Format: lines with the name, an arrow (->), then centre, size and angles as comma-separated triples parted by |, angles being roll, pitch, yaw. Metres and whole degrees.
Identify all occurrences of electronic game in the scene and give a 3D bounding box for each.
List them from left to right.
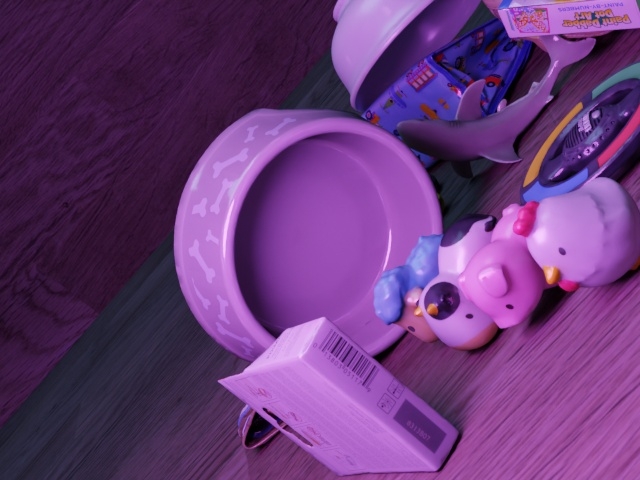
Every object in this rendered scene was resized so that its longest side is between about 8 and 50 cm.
electronic game -> 0.314, -0.119, 1.490 | 0.229, 0.048, 0.229 | -46, 13, 14

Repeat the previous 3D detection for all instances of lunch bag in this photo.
lunch bag -> 0.219, -0.260, 2.064 | 0.221, 0.138, 0.293 | -39, 8, 49

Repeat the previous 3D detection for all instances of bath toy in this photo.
bath toy -> 0.185, 0.028, 1.342 | 0.348, 0.129, 0.151 | 154, 119, -62

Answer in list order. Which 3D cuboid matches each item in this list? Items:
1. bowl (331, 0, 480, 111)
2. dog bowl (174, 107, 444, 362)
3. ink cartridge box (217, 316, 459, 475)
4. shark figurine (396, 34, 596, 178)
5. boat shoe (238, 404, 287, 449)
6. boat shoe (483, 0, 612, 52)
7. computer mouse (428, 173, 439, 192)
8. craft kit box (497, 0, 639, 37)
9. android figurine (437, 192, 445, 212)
bowl -> 0.115, -0.351, 2.011 | 0.298, 0.134, 0.298 | -42, -10, -9
dog bowl -> 0.000, 0.000, 1.601 | 0.349, 0.349, 0.102 | -53, 26, -12
ink cartridge box -> 0.013, 0.172, 1.368 | 0.066, 0.189, 0.232 | -54, 13, -20
shark figurine -> 0.258, -0.158, 1.750 | 0.278, 0.166, 0.116 | -33, 39, -2
boat shoe -> -0.047, 0.214, 1.744 | 0.183, 0.066, 0.066 | -55, 15, 25
boat shoe -> 0.344, -0.328, 1.843 | 0.122, 0.110, 0.341 | -35, 24, -4
computer mouse -> 0.103, -0.048, 2.007 | 0.242, 0.041, 0.071 | -33, 22, 52
craft kit box -> 0.388, -0.367, 1.688 | 0.247, 0.061, 0.250 | 0, 46, 39
android figurine -> 0.069, 0.021, 1.851 | 0.248, 0.056, 0.273 | -51, 19, -12
